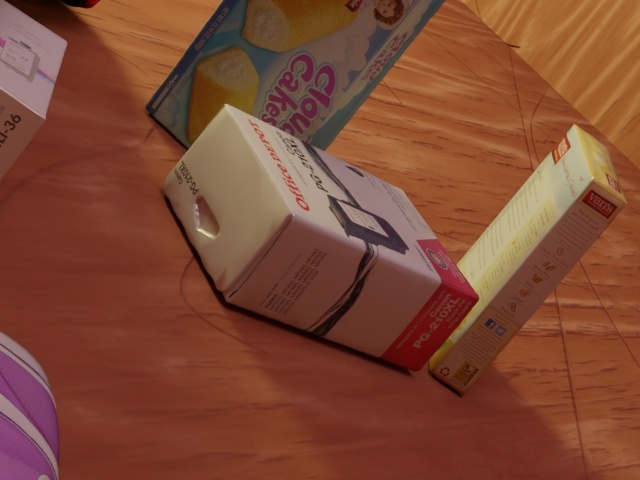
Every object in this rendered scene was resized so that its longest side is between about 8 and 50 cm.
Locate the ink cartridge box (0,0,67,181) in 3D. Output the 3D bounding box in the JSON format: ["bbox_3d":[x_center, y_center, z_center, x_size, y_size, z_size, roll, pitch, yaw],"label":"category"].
[{"bbox_3d":[-0.243,-0.082,1.144,0.067,0.115,0.198,34,20,-16],"label":"ink cartridge box"}]

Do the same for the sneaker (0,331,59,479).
[{"bbox_3d":[-0.245,0.073,0.806,0.282,0.102,0.161,30,24,-27],"label":"sneaker"}]

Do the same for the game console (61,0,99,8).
[{"bbox_3d":[-0.319,-0.390,1.505,0.342,0.060,0.386,42,-17,5],"label":"game console"}]

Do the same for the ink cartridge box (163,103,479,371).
[{"bbox_3d":[0.000,0.000,1.438,0.237,0.100,0.172,23,23,-40],"label":"ink cartridge box"}]

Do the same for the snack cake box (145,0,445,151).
[{"bbox_3d":[-0.024,-0.178,1.550,0.152,0.264,0.089,43,19,11],"label":"snack cake box"}]

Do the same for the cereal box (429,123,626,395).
[{"bbox_3d":[0.190,0.015,1.544,0.047,0.240,0.173,36,19,-10],"label":"cereal box"}]
